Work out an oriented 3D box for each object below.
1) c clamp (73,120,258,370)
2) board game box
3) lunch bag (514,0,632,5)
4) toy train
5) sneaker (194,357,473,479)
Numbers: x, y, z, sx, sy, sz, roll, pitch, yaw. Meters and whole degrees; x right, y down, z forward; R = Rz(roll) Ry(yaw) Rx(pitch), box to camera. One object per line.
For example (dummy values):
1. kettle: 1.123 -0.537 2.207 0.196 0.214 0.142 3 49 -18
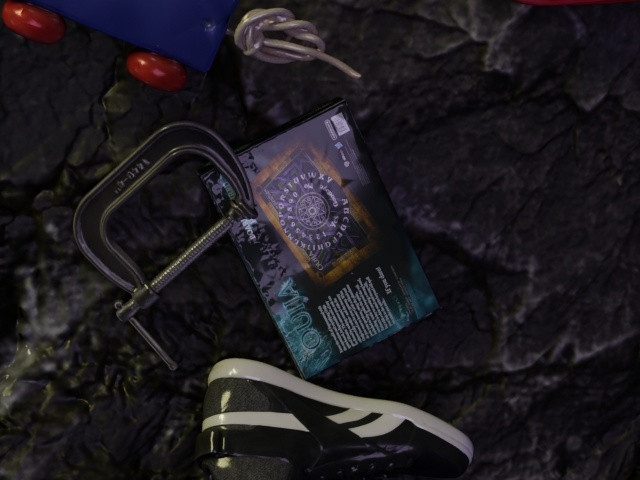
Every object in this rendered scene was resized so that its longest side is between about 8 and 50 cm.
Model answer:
1. c clamp: -0.108 -0.004 1.072 0.137 0.022 0.160 42 104 -6
2. board game box: 0.000 0.000 1.112 0.126 0.026 0.186 -27 106 -6
3. lunch bag: 0.231 -0.312 1.015 0.258 0.120 0.293 -6 130 -26
4. toy train: -0.102 -0.167 0.998 0.248 0.143 0.105 20 104 -23
5. sneaker: 0.006 0.179 1.100 0.217 0.079 0.121 18 60 -9
